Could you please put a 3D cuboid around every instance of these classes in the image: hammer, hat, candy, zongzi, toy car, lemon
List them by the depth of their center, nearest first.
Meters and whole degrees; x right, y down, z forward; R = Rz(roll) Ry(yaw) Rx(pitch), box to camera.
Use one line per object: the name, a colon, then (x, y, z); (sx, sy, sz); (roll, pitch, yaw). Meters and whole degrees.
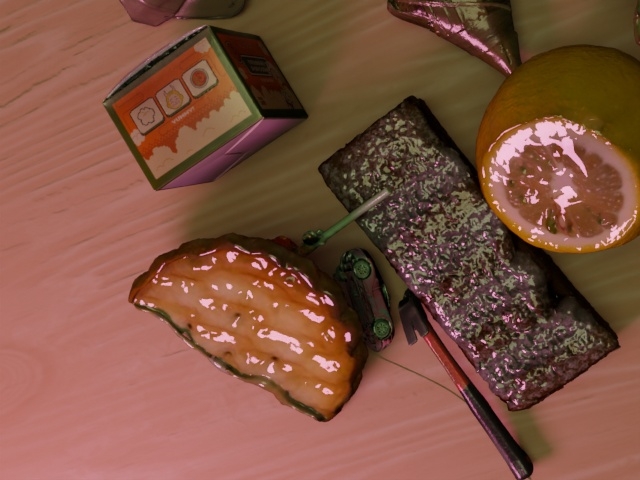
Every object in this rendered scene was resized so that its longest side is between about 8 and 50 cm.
lemon: (0.312, -0.120, 1.266); (0.240, 0.219, 0.240); (17, 134, 18)
zongzi: (0.170, -0.267, 1.363); (0.160, 0.078, 0.176); (-9, 97, 22)
candy: (0.000, 0.001, 1.387); (0.288, 0.078, 0.084); (-33, 89, 44)
hammer: (0.191, 0.191, 1.406); (0.033, 0.111, 0.287); (-34, 95, 16)
toy car: (0.066, 0.078, 1.439); (0.055, 0.069, 0.142); (-19, 91, -22)
hat: (-0.182, -0.365, 1.446); (0.175, 0.085, 0.147); (6, 97, 17)

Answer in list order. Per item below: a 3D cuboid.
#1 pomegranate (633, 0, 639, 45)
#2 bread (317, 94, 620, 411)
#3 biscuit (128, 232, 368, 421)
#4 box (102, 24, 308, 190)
pomegranate: (0.420, -0.361, 1.172); (0.260, 0.260, 0.340); (14, 74, 14)
bread: (0.186, 0.016, 1.370); (0.165, 0.113, 0.416); (-41, 83, 14)
biscuit: (-0.080, 0.120, 1.432); (0.329, 0.078, 0.335); (-10, 125, 37)
box: (-0.147, -0.175, 1.400); (0.177, 0.195, 0.148); (-33, 86, 18)
